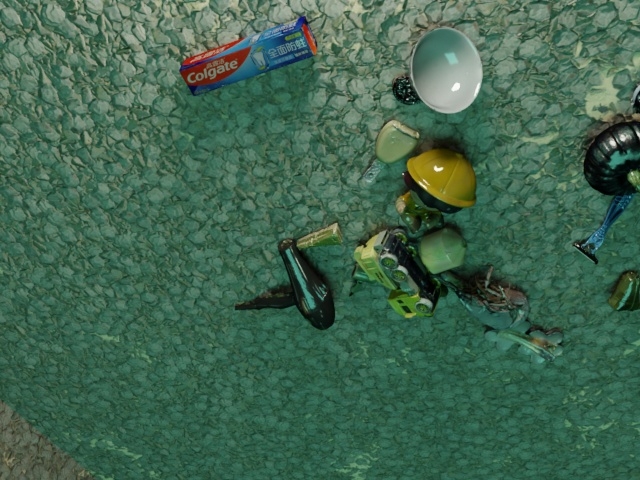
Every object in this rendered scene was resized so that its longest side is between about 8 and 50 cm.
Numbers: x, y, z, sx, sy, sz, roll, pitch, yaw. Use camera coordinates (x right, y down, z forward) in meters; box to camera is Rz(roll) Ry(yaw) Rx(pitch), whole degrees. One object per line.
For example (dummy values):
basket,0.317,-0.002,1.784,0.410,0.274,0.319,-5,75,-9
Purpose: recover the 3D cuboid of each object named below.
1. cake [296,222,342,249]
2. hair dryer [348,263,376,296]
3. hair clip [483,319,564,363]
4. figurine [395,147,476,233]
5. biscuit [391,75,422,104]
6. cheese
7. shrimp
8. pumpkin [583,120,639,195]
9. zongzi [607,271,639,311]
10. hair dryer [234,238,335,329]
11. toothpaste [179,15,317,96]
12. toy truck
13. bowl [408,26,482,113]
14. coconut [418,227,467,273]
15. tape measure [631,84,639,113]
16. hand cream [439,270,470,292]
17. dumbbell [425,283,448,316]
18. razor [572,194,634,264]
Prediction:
cake,0.000,0.000,2.007,0.140,0.051,0.055,-21,128,27
hair dryer,0.113,0.129,2.116,0.071,0.047,0.150,18,138,-9
hair clip,0.629,0.308,2.183,0.256,0.075,0.146,24,129,-4
figurine,0.280,-0.127,1.780,0.192,0.167,0.257,10,156,-18
biscuit,0.213,-0.356,1.669,0.089,0.027,0.087,-24,125,27
cheese,0.165,-0.215,1.796,0.097,0.037,0.192,27,129,-14
shrimp,0.467,0.160,2.027,0.343,0.117,0.145,25,121,-27
pumpkin,0.714,-0.191,1.672,0.194,0.150,0.194,2,110,5
zongzi,0.893,0.131,2.008,0.130,0.062,0.154,6,120,-25
hair dryer,-0.143,0.156,2.156,0.359,0.120,0.304,-14,120,31
toothpaste,-0.167,-0.422,1.643,0.320,0.066,0.076,-15,128,20
toy truck,0.214,0.096,2.007,0.157,0.124,0.272,-16,123,41
bowl,0.259,-0.371,1.588,0.189,0.189,0.086,35,168,-22
coconut,0.339,0.025,1.937,0.122,0.116,0.116,-23,125,33
tape measure,0.754,-0.318,1.605,0.094,0.054,0.091,17,131,-16
hand cream,0.403,0.134,2.086,0.165,0.037,0.057,35,128,-29
dumbbell,0.335,0.177,2.120,0.052,0.046,0.118,16,132,-13
razor,0.750,-0.053,1.856,0.082,0.042,0.253,42,137,26
